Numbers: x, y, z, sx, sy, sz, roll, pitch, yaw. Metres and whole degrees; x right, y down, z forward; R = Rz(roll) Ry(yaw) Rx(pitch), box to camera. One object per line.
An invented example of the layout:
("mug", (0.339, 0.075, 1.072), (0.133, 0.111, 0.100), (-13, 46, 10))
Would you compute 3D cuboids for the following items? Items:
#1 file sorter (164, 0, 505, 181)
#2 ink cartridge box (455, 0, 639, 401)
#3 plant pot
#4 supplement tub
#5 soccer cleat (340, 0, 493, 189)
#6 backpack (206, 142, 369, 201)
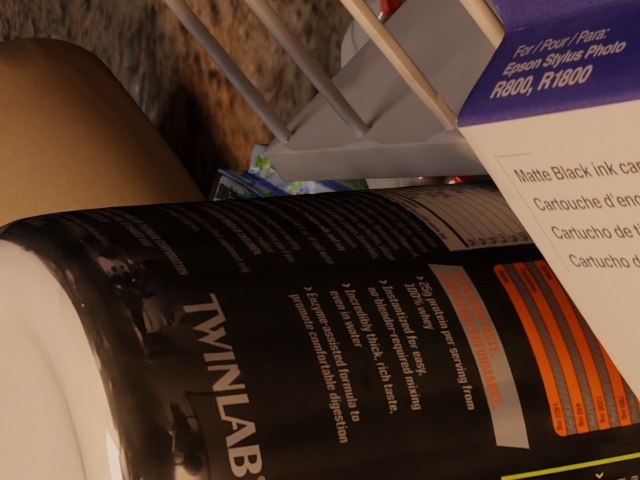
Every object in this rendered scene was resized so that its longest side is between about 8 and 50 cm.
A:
("file sorter", (0.066, -0.150, 0.658), (0.173, 0.193, 0.277), (51, 157, -22))
("ink cartridge box", (0.135, -0.014, 0.462), (0.224, 0.045, 0.223), (55, 155, -15))
("plant pot", (-0.145, 0.054, 1.076), (0.274, 0.256, 0.256), (42, 130, 28))
("supplement tub", (0.039, 0.081, 0.651), (0.207, 0.338, 0.207), (12, 104, 58))
("soccer cleat", (0.051, -0.039, 0.887), (0.076, 0.068, 0.196), (132, 134, -56))
("backpack", (0.000, 0.000, 0.934), (0.114, 0.105, 0.084), (36, 104, 40))
